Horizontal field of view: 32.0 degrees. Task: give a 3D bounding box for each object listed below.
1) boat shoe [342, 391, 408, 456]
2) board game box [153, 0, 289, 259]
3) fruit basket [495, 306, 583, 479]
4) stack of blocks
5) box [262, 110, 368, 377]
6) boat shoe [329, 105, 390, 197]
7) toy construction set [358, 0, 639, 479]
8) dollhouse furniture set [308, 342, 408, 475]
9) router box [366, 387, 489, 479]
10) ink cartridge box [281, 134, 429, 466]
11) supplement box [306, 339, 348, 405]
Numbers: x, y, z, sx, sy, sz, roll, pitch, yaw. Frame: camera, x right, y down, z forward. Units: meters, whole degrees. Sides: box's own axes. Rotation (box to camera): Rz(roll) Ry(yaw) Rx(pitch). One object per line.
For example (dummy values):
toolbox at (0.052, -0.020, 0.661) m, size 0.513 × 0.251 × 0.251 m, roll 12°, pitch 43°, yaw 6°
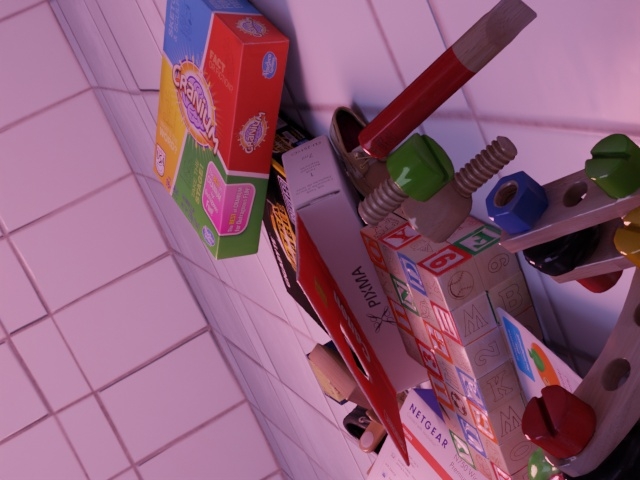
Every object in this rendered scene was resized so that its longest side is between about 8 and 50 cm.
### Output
boat shoe at (0.145, 0.340, 1.611) m, size 0.340 × 0.113 × 0.127 m, roll 49°, pitch 161°, yaw 38°
board game box at (-0.141, -0.172, 1.486) m, size 0.242 × 0.064 × 0.317 m, roll 49°, pitch 139°, yaw 44°
fruit basket at (0.263, 0.256, 0.977) m, size 0.327 × 0.165 × 0.353 m, roll 67°, pitch 167°, yaw -23°
stack of blocks at (0.161, 0.115, 1.192) m, size 0.171 × 0.087 × 0.297 m, roll 33°, pitch 149°, yaw 61°
box at (0.000, 0.000, 1.544) m, size 0.257 × 0.079 × 0.322 m, roll 42°, pitch 156°, yaw 48°
boat shoe at (0.049, -0.095, 1.254) m, size 0.135 × 0.050 × 0.045 m, roll 54°, pitch 169°, yaw 26°
toy construction set at (0.198, -0.020, 0.657) m, size 0.309 × 0.257 × 0.237 m, roll 46°, pitch 121°, yaw -2°
dollhouse furniture set at (0.046, 0.251, 1.561) m, size 0.151 × 0.123 × 0.144 m, roll 28°, pitch -171°, yaw -39°
router box at (0.170, 0.399, 1.365) m, size 0.335 × 0.082 × 0.301 m, roll 46°, pitch 119°, yaw 47°
ink cartridge box at (0.053, 0.064, 1.266) m, size 0.261 × 0.066 × 0.296 m, roll -101°, pitch -15°, yaw -57°
supplement box at (0.028, 0.224, 1.899) m, size 0.083 × 0.056 × 0.083 m, roll 65°, pitch 165°, yaw -14°
